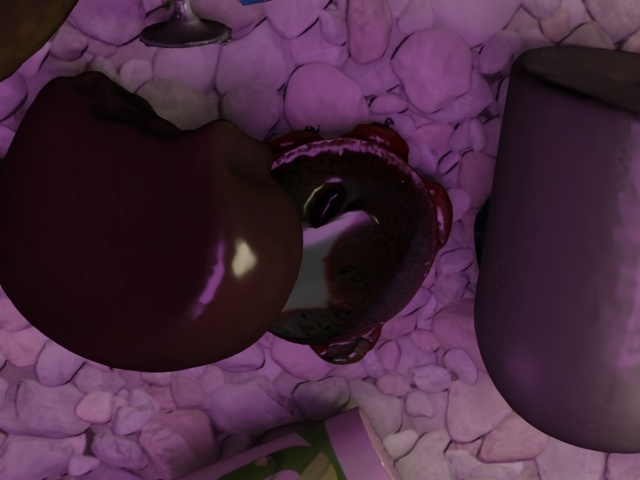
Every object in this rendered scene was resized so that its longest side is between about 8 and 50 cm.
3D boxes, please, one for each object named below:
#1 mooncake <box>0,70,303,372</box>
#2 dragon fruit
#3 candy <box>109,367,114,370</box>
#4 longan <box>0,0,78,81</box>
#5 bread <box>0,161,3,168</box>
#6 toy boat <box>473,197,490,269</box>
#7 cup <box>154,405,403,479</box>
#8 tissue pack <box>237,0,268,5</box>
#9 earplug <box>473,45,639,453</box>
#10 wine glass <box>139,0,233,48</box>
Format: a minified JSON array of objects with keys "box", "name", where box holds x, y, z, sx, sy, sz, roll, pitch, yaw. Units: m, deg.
[{"box":[-0.186,-0.023,1.699,0.326,0.174,0.333,-18,76,30],"name":"mooncake"},{"box":[0.000,0.000,1.797,0.295,0.130,0.268,-24,117,9],"name":"dragon fruit"},{"box":[-0.238,0.074,1.873,0.056,0.049,0.184,20,122,22],"name":"candy"},{"box":[-0.400,-0.313,1.509,0.391,0.391,0.391,0,114,-1],"name":"longan"},{"box":[-0.364,-0.051,1.797,0.113,0.060,0.082,30,110,-16],"name":"bread"},{"box":[0.202,0.016,1.843,0.060,0.055,0.141,-21,114,-17],"name":"toy boat"},{"box":[-0.027,0.337,1.890,0.274,0.253,0.253,-27,112,2],"name":"cup"},{"box":[0.034,-0.349,1.632,0.270,0.137,0.209,-6,115,1],"name":"tissue pack"},{"box":[0.316,0.021,1.687,0.313,0.312,0.394,8,108,-5],"name":"earplug"},{"box":[-0.145,-0.310,1.665,0.103,0.103,0.222,-3,115,0],"name":"wine glass"}]
